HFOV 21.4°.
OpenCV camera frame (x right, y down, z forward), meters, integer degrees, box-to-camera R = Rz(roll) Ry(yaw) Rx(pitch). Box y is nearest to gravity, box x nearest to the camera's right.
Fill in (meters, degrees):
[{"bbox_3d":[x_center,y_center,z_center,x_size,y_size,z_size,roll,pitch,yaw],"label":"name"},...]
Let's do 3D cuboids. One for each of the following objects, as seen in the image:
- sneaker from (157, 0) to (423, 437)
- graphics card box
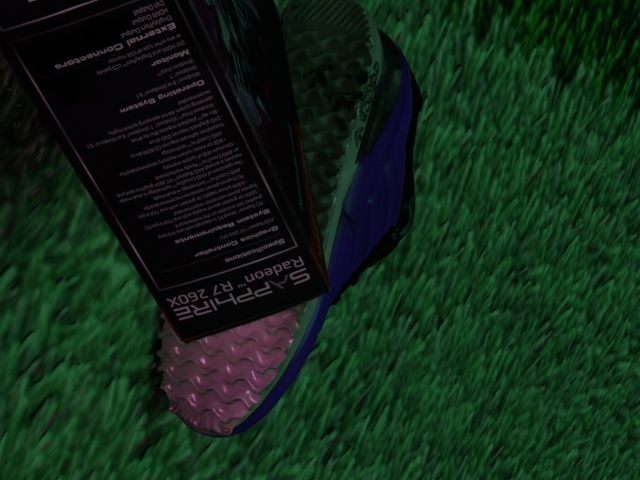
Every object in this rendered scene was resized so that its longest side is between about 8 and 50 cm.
[{"bbox_3d":[0.001,0.000,1.121,0.146,0.102,0.293,32,77,-57],"label":"sneaker"},{"bbox_3d":[-0.102,-0.153,0.805,0.371,0.094,0.233,63,12,-45],"label":"graphics card box"}]
